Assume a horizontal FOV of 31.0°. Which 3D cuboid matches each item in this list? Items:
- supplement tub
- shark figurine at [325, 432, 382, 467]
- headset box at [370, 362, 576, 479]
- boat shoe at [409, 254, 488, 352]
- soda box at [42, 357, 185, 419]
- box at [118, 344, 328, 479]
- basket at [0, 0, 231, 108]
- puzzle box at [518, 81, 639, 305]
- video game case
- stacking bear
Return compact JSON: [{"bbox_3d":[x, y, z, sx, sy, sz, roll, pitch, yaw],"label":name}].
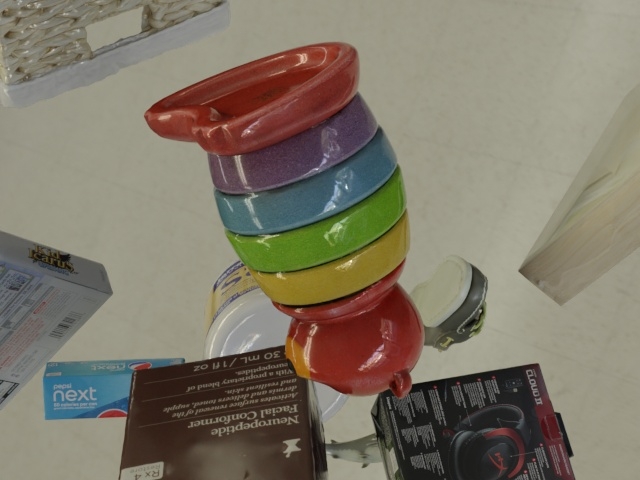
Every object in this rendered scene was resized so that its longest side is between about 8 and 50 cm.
[{"bbox_3d":[-0.071,0.149,1.881,0.241,0.241,0.331,-59,12,10],"label":"supplement tub"},{"bbox_3d":[0.087,0.354,2.118,0.278,0.166,0.116,-3,49,2],"label":"shark figurine"},{"bbox_3d":[0.247,0.322,1.777,0.110,0.293,0.218,105,154,-62],"label":"headset box"},{"bbox_3d":[0.193,0.099,1.690,0.305,0.091,0.109,128,163,-72],"label":"boat shoe"},{"bbox_3d":[-0.308,0.223,1.736,0.067,0.210,0.071,-117,27,-74],"label":"soda box"},{"bbox_3d":[-0.087,0.271,1.070,0.191,0.143,0.381,-10,34,2],"label":"box"},{"bbox_3d":[-0.333,-0.389,1.455,0.331,0.328,0.266,44,149,37],"label":"basket"},{"bbox_3d":[0.326,-0.133,0.883,0.272,0.052,0.409,-51,1,-36],"label":"puzzle box"},{"bbox_3d":[-0.425,0.098,1.363,0.269,0.244,0.061,-44,51,21],"label":"video game case"},{"bbox_3d":[0.000,0.000,0.947,0.164,0.289,0.175,-28,22,-20],"label":"stacking bear"}]
